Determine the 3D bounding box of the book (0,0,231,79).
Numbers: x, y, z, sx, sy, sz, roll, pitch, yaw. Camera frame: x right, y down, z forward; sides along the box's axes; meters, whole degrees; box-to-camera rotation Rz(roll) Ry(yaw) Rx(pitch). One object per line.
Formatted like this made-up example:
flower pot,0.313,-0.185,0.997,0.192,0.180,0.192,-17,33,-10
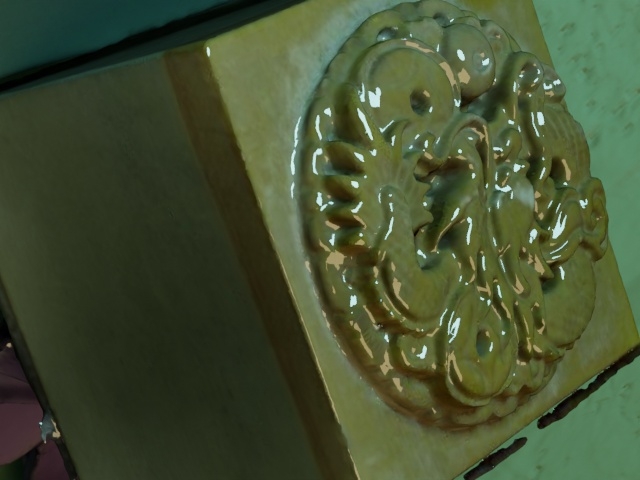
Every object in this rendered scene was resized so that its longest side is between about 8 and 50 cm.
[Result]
book,-0.171,-0.122,0.460,0.379,0.031,0.264,-21,134,-10

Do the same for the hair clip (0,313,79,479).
hair clip,-0.044,0.064,0.708,0.137,0.090,0.278,-43,129,18

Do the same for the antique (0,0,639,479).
antique,0.000,0.000,0.580,0.146,0.148,0.152,-30,104,-45
